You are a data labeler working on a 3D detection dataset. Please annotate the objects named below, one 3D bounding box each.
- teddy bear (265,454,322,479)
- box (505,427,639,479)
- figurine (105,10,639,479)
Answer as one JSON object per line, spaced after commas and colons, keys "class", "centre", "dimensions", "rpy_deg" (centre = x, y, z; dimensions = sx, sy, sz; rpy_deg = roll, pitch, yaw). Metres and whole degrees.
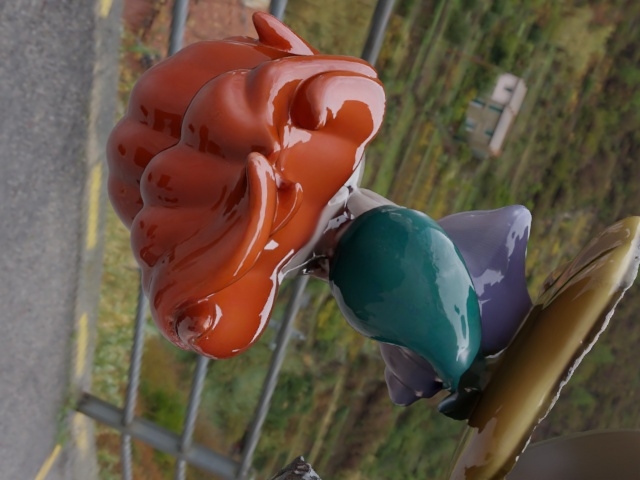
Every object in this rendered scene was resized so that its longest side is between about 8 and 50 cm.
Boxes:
{"class": "teddy bear", "centre": [-0.027, 0.241, 0.529], "dimensions": [0.144, 0.171, 0.251], "rpy_deg": [-26, -174, 1]}
{"class": "box", "centre": [0.197, 0.280, 0.649], "dimensions": [0.216, 0.301, 0.301], "rpy_deg": [90, 23, -89]}
{"class": "figurine", "centre": [0.005, -0.008, 0.480], "dimensions": [0.208, 0.257, 0.181], "rpy_deg": [-50, 168, -45]}
